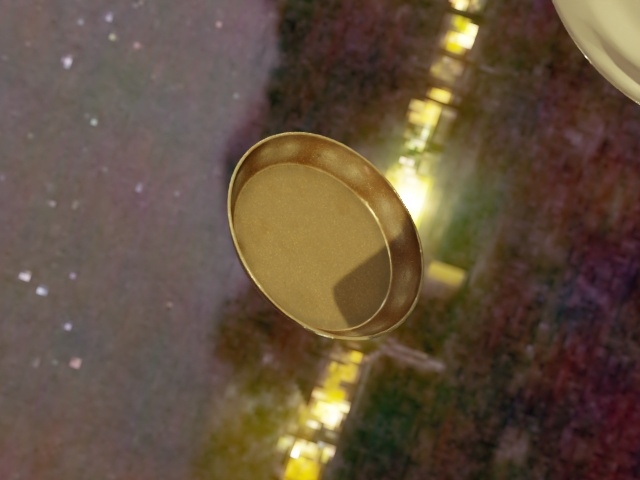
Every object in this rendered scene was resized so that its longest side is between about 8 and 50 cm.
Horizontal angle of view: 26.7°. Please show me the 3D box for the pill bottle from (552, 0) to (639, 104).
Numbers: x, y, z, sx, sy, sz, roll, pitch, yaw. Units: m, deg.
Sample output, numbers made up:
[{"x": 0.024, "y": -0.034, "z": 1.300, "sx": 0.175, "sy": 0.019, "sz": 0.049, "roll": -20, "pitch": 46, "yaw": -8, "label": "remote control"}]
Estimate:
[{"x": 0.194, "y": -0.145, "z": 0.498, "sx": 0.221, "sy": 0.124, "sz": 0.124, "roll": -39, "pitch": -18, "yaw": -27, "label": "pill bottle"}]

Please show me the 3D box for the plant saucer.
[{"x": 0.000, "y": 0.000, "z": 0.988, "sx": 0.029, "sy": 0.168, "sz": 0.168, "roll": -39, "pitch": 23, "yaw": 46, "label": "plant saucer"}]
